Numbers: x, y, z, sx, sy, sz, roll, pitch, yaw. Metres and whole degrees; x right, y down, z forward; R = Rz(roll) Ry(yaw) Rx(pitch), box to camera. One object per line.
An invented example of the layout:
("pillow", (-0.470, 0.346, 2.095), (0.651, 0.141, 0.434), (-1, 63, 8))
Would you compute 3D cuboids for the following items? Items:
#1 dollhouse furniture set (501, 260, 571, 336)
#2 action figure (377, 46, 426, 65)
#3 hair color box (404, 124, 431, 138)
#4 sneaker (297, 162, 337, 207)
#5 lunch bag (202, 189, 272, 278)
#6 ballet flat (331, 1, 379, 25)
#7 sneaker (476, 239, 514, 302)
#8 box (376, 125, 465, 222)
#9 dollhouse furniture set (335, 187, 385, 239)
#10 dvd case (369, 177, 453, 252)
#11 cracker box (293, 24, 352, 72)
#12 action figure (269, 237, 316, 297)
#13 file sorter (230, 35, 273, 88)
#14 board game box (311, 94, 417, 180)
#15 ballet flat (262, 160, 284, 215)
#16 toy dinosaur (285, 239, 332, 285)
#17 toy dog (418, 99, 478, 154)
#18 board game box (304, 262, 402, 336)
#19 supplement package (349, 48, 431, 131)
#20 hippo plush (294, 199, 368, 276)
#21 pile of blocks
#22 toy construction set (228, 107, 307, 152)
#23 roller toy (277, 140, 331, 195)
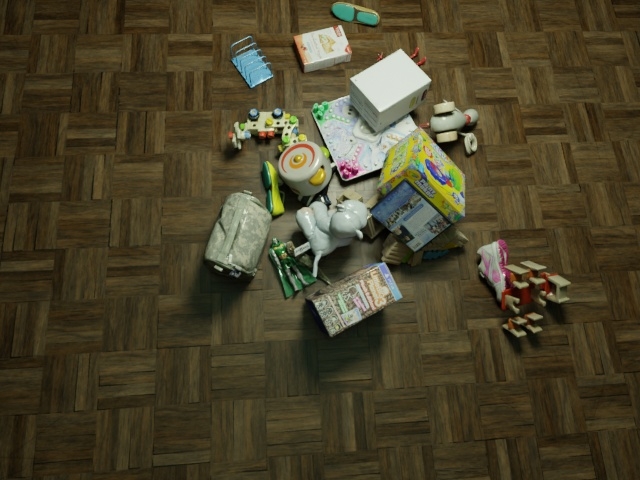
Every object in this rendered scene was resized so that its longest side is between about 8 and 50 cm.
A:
("dollhouse furniture set", (0.808, 0.203, 1.663), (0.259, 0.135, 0.262), (-11, 108, -14))
("action figure", (0.348, -0.797, 1.936), (0.280, 0.139, 0.092), (-32, 78, -9))
("hair color box", (0.394, -0.406, 1.869), (0.093, 0.053, 0.167), (36, 77, 9))
("sneaker", (0.021, -0.209, 1.784), (0.121, 0.079, 0.217), (43, 84, 5))
("lunch bag", (-0.312, -0.009, 1.608), (0.212, 0.256, 0.305), (16, 75, 1))
("ballet flat", (0.167, -1.072, 2.041), (0.232, 0.080, 0.073), (17, 46, -1))
("sneaker", (0.696, 0.125, 1.725), (0.102, 0.111, 0.253), (-12, 92, -45))
("box", (0.391, -0.224, 1.649), (0.290, 0.177, 0.279), (40, 41, -18))
("dollhouse furniture set", (0.182, -0.128, 1.762), (0.129, 0.129, 0.183), (-40, 51, -13))
("dvd case", (0.327, -0.085, 1.560), (0.253, 0.022, 0.180), (39, 117, -16))
("cracker box", (0.009, -0.873, 1.967), (0.232, 0.067, 0.156), (-18, 77, -9))
("action figure", (-0.131, 0.088, 1.695), (0.137, 0.063, 0.232), (-29, 79, -16))
("file sorter", (-0.305, -0.788, 1.904), (0.118, 0.104, 0.170), (-32, 79, -11))
("board game box", (0.206, -0.486, 1.848), (0.389, 0.050, 0.390), (-21, 71, -5))
("ballet flat", (-0.189, -0.213, 1.776), (0.077, 0.077, 0.231), (-2, 76, -26))
("toy dinosaur", (-0.029, 0.072, 1.689), (0.268, 0.064, 0.118), (39, 58, -19))
("toy dog", (0.539, -0.497, 1.836), (0.160, 0.333, 0.220), (5, 89, 40))
("board game box", (0.111, 0.211, 1.577), (0.290, 0.232, 0.141), (-27, 89, -11))
("supplement package", (0.283, -0.620, 1.790), (0.261, 0.145, 0.204), (-33, 72, -9))
("hippo plush", (0.041, -0.070, 1.608), (0.234, 0.236, 0.294), (49, 46, -1))
("pile of blocks", (0.404, 0.008, 1.739), (0.361, 0.149, 0.113), (-8, 43, -13))
("toy construction set", (-0.217, -0.445, 1.801), (0.327, 0.151, 0.215), (3, 74, -14))
("roller toy", (-0.064, -0.284, 1.697), (0.191, 0.146, 0.210), (-11, 61, 19))
